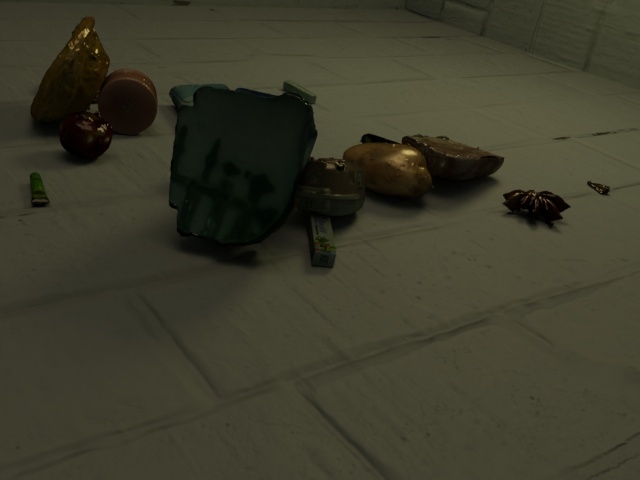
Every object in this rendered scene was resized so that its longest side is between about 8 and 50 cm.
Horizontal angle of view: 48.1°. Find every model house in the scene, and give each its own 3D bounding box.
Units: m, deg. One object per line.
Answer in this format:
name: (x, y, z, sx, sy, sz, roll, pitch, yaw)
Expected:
model house: (-0.126, -0.156, 1.447, 0.251, 0.295, 0.329, 11, 10, 9)

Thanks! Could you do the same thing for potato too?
potato: (0.166, -0.178, 1.722, 0.161, 0.128, 0.234, -3, 23, -35)

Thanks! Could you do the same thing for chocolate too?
chocolate: (0.340, -0.207, 1.851, 0.185, 0.101, 0.303, 23, 21, 33)

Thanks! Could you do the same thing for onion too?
onion: (-0.548, -0.244, 1.661, 0.117, 0.119, 0.118, 22, 30, 17)

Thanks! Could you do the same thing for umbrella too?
umbrella: (0.757, -0.145, 1.949, 0.031, 0.020, 0.083, -40, 41, -5)

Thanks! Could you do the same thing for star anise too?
star anise: (0.519, -0.091, 1.732, 0.167, 0.057, 0.168, 7, 28, -4)

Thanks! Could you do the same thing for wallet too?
wallet: (-0.316, -0.378, 2.029, 0.176, 0.075, 0.250, -7, 32, -22)

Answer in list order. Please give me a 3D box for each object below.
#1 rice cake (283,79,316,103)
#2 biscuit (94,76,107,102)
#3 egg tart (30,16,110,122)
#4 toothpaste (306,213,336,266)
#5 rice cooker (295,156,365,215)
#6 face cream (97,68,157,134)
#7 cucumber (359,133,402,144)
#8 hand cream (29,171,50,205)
rice cake: (-0.069, -0.491, 2.363, 0.029, 0.033, 0.170, -17, 37, -34)
biscuit: (-0.698, -0.451, 2.096, 0.225, 0.042, 0.226, 8, 26, -4)
egg tart: (-0.623, -0.414, 1.824, 0.128, 0.319, 0.319, 29, 20, -22)
toothpaste: (0.000, 0.000, 1.431, 0.046, 0.034, 0.164, 8, 27, -9)
rice cooker: (0.020, -0.118, 1.554, 0.145, 0.127, 0.206, 9, 6, 25)
face cream: (-0.499, -0.361, 1.858, 0.149, 0.149, 0.104, 1, 27, -14)
cucumber: (0.196, -0.242, 1.951, 0.219, 0.046, 0.070, 20, 37, 20)
hand cream: (-0.583, -0.105, 1.478, 0.036, 0.023, 0.122, -2, 32, -27)
